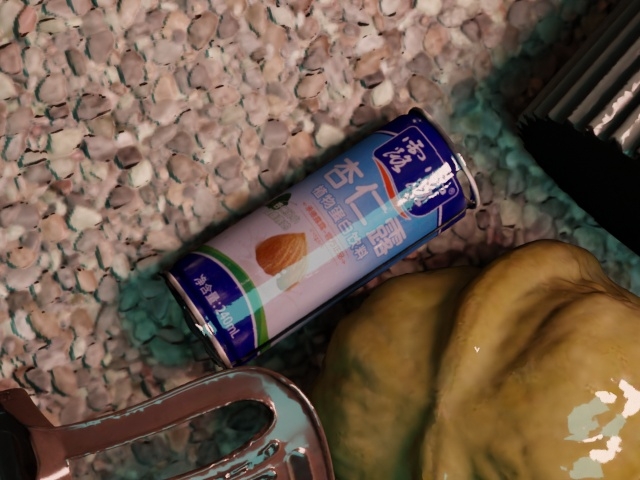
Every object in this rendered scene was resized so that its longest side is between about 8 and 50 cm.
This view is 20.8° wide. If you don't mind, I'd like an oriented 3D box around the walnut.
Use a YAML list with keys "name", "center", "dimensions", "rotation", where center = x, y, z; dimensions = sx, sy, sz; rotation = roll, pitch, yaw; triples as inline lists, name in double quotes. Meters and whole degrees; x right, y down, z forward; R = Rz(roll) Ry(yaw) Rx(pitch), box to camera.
- name: "walnut"
  center: [0.147, 0.131, 1.301]
  dimensions: [0.253, 0.282, 0.277]
  rotation: [-56, 151, 12]

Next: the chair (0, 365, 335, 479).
- name: "chair"
  center: [-0.174, 0.189, 1.260]
  dimensions: [0.326, 0.183, 0.176]
  rotation: [-18, 111, -21]

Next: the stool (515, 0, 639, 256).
- name: "stool"
  center: [0.361, -0.130, 1.313]
  dimensions: [0.297, 0.297, 0.330]
  rotation: [40, 84, -24]

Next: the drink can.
- name: "drink can"
  center: [0.000, 0.000, 1.317]
  dimensions: [0.235, 0.097, 0.097]
  rotation: [-33, 112, -7]
